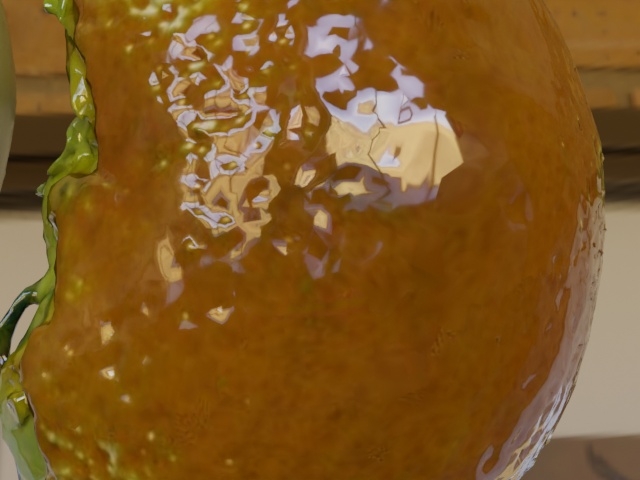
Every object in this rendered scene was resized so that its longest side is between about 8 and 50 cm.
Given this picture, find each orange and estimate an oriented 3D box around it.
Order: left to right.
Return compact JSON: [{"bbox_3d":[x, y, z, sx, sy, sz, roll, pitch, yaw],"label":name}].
[{"bbox_3d":[0.004,0.003,0.425,0.158,0.237,0.179,10,-3,28],"label":"orange"}]

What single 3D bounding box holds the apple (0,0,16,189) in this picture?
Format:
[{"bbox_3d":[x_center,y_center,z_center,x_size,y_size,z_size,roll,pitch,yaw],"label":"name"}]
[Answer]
[{"bbox_3d":[-0.368,-0.093,0.860,0.357,0.357,0.357,-2,-25,-1],"label":"apple"}]
